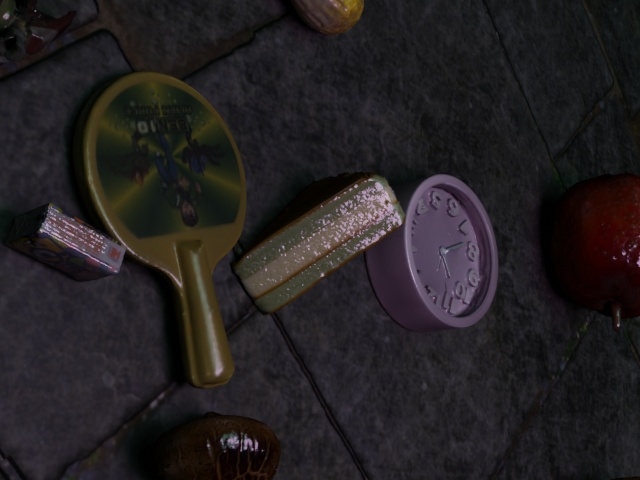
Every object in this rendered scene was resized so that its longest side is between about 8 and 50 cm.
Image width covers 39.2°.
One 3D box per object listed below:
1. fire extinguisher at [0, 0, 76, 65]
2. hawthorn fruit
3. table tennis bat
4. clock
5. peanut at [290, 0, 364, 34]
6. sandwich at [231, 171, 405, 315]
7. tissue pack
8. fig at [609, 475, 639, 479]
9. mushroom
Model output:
[{"bbox_3d":[-0.335,-0.242,0.700,0.337,0.106,0.147,32,34,-38],"label":"fire extinguisher"},{"bbox_3d":[0.451,0.021,1.381,0.215,0.215,0.249,28,66,-39],"label":"hawthorn fruit"},{"bbox_3d":[-0.141,-0.013,0.884,0.198,0.050,0.320,-7,82,-48],"label":"table tennis bat"},{"bbox_3d":[0.145,0.017,1.151,0.197,0.068,0.196,12,73,-44],"label":"clock"},{"bbox_3d":[-0.027,-0.321,1.038,0.207,0.087,0.087,45,52,-33],"label":"peanut"},{"bbox_3d":[0.000,0.000,0.971,0.163,0.113,0.079,-47,114,-40],"label":"sandwich"},{"bbox_3d":[-0.220,0.005,0.779,0.083,0.063,0.035,34,56,-35],"label":"tissue pack"},{"bbox_3d":[0.519,0.454,1.232,0.286,0.369,0.286,27,52,-41],"label":"fig"},{"bbox_3d":[-0.096,0.203,0.835,0.126,0.109,0.084,9,79,-28],"label":"mushroom"}]
